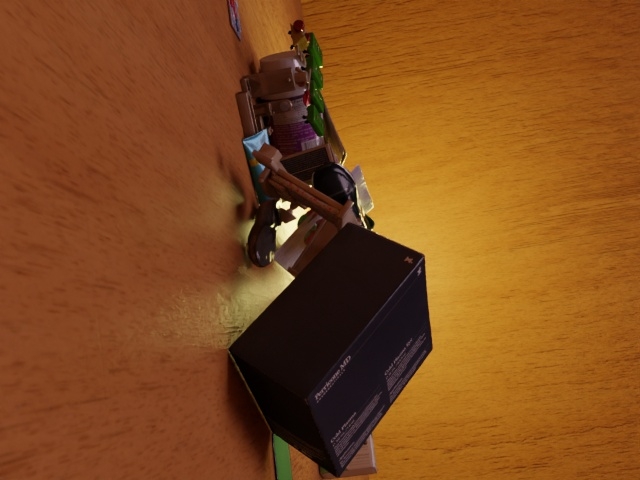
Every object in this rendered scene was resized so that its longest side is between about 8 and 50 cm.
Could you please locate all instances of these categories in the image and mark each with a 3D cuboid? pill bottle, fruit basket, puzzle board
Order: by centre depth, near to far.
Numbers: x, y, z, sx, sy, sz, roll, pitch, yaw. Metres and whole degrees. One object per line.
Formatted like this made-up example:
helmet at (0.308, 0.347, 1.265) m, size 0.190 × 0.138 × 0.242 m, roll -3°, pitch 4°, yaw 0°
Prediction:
puzzle board at (-0.214, -0.572, 1.527) m, size 0.096 × 0.011 × 0.128 m, roll 41°, pitch 41°, yaw -81°
fruit basket at (0.009, -0.038, 1.712) m, size 0.165 × 0.327 × 0.353 m, roll 41°, pitch -3°, yaw 23°
pill bottle at (-0.081, -0.372, 1.748) m, size 0.169 × 0.170 × 0.301 m, roll -87°, pitch 167°, yaw -65°

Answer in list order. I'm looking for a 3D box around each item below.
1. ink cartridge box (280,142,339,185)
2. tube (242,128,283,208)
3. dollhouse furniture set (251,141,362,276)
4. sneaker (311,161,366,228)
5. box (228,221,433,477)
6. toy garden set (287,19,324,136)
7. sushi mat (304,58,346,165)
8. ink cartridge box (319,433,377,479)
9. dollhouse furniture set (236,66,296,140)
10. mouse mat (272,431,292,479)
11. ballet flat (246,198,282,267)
ink cartridge box at (-0.045, -0.172, 1.625) m, size 0.235 × 0.194 × 0.088 m, roll 7°, pitch 67°, yaw -84°
tube at (-0.133, -0.152, 1.462) m, size 0.080 × 0.052 × 0.206 m, roll -39°, pitch 125°, yaw -46°
dollhouse furniture set at (0.000, 0.000, 1.265) m, size 0.173 × 0.303 × 0.355 m, roll -57°, pitch 161°, yaw -6°
sneaker at (0.068, -0.061, 1.506) m, size 0.124 × 0.107 × 0.283 m, roll -118°, pitch -177°, yaw -50°
box at (0.043, 0.202, 1.159) m, size 0.343 × 0.179 × 0.312 m, roll -46°, pitch 145°, yaw -27°
toy garden set at (-0.039, -0.413, 1.566) m, size 0.204 × 0.049 × 0.244 m, roll 44°, pitch 44°, yaw -71°
sushi mat at (0.005, -0.366, 1.826) m, size 0.151 × 0.019 × 0.316 m, roll 118°, pitch -47°, yaw -73°
ink cartridge box at (0.073, 0.578, 1.829) m, size 0.092 × 0.161 × 0.219 m, roll 73°, pitch 9°, yaw -55°
dollhouse furniture set at (-0.122, -0.327, 1.485) m, size 0.151 × 0.123 × 0.143 m, roll -83°, pitch 163°, yaw -70°
mouse mat at (-0.074, 0.489, 1.278) m, size 0.152 × 0.007 × 0.189 m, roll 65°, pitch 16°, yaw -71°
ballet flat at (-0.129, -0.019, 1.344) m, size 0.249 × 0.058 × 0.084 m, roll -80°, pitch 161°, yaw -58°
